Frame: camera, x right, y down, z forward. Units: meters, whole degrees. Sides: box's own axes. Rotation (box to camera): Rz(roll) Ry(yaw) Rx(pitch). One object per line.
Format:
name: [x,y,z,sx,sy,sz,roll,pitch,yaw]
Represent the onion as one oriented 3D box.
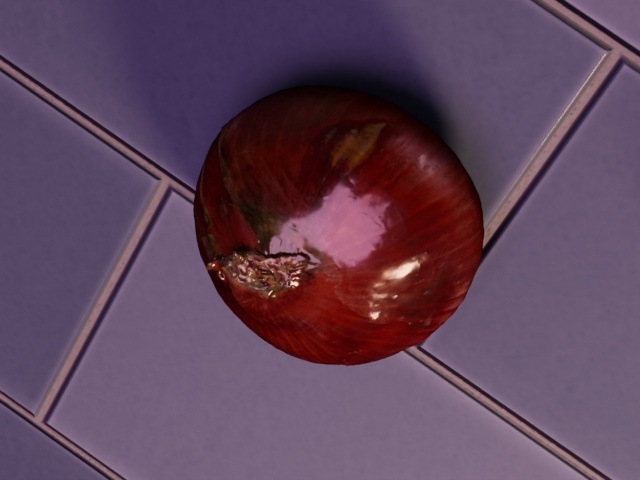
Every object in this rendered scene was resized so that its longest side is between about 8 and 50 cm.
onion: [0.007,-0.003,1.303,0.248,0.161,0.248,10,140,8]
